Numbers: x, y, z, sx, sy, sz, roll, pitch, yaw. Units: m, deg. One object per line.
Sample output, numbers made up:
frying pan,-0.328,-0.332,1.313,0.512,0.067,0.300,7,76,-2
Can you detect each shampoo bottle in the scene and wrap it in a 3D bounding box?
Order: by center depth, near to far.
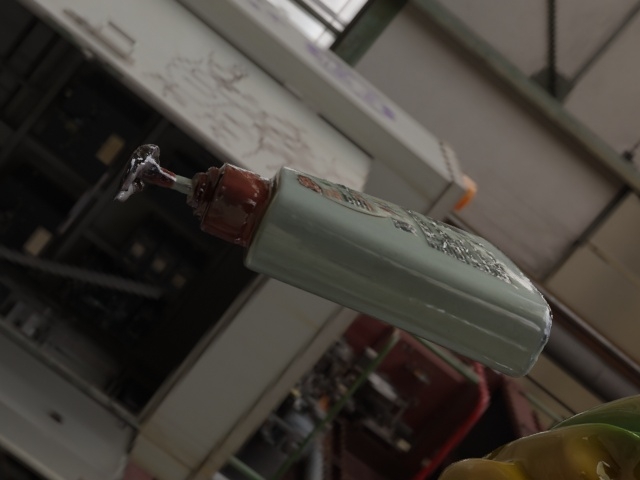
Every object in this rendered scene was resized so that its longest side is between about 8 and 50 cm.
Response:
shampoo bottle,0.000,0.000,0.775,0.153,0.284,0.071,-119,-130,-67

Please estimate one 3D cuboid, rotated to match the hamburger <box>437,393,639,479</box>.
hamburger,0.098,0.157,0.318,0.149,0.237,0.237,-12,157,-44
